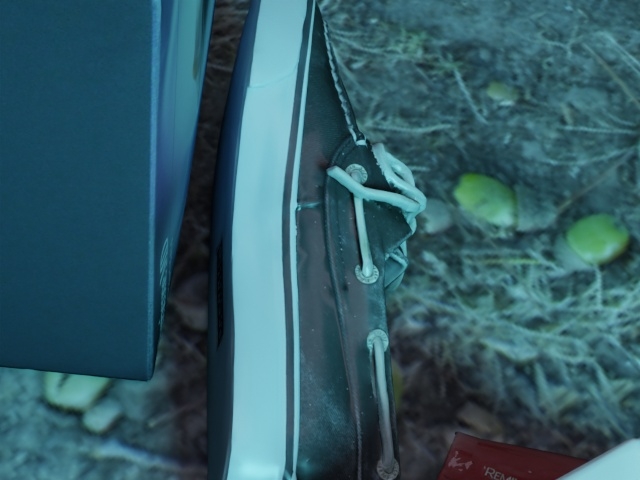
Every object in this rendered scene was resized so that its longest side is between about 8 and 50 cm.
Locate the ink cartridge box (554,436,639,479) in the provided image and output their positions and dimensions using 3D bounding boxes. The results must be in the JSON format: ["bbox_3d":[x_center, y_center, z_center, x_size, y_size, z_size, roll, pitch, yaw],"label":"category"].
[{"bbox_3d":[0.107,0.221,0.416,0.172,0.100,0.237,-30,64,5],"label":"ink cartridge box"}]

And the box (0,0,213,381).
[{"bbox_3d":[-0.140,-0.129,0.539,0.182,0.296,0.294,8,58,-4],"label":"box"}]

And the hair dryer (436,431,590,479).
[{"bbox_3d":[0.141,0.205,0.496,0.223,0.080,0.294,-20,62,-19],"label":"hair dryer"}]

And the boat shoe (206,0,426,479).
[{"bbox_3d":[0.001,-0.002,0.588,0.104,0.113,0.306,6,60,-12],"label":"boat shoe"}]
